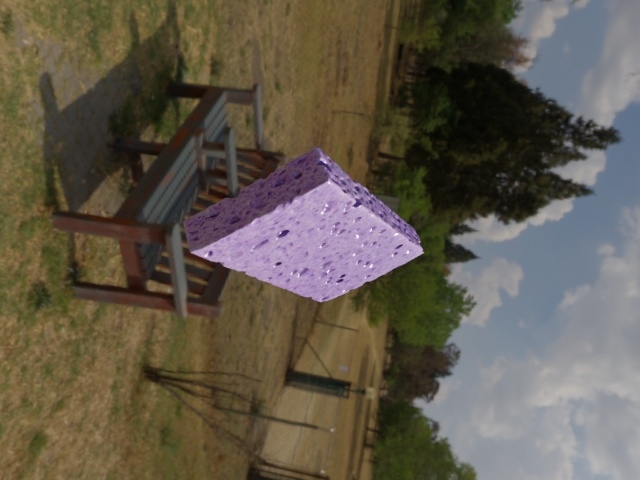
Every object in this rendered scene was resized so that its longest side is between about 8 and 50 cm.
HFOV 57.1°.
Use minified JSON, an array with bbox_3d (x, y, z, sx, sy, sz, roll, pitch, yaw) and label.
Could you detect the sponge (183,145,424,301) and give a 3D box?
[{"bbox_3d":[0.000,0.000,0.489,0.210,0.117,0.031,29,37,-59],"label":"sponge"}]
